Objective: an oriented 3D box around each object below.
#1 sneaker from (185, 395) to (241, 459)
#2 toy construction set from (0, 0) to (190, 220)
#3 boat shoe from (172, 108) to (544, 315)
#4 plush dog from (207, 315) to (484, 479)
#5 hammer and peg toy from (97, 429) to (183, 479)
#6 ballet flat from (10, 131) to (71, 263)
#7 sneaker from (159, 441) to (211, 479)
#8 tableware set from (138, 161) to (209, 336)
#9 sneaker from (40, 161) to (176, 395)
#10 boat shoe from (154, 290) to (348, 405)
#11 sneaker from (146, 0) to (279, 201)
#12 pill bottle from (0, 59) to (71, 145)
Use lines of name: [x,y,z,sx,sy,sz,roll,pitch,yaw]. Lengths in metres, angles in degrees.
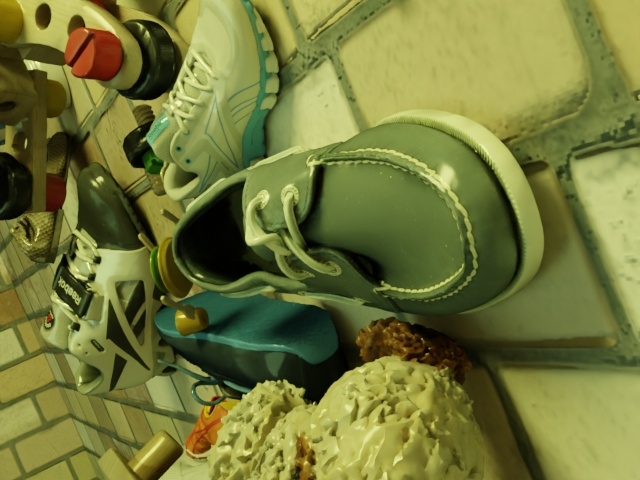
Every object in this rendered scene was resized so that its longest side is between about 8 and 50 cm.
sneaker: [-0.112,0.211,1.022,0.175,0.064,0.067,143,123,-61]
toy construction set: [-0.264,-0.157,0.715,0.257,0.309,0.237,-43,68,57]
boat shoe: [0.000,0.000,0.526,0.319,0.099,0.116,2,114,64]
plush dog: [0.020,0.167,0.507,0.211,0.262,0.225,20,130,5]
hammer and peg toy: [-0.071,0.374,0.955,0.361,0.127,0.266,51,167,-33]
ballet flat: [-0.351,-0.061,1.143,0.250,0.058,0.084,-102,27,-49]
sneaker: [-0.172,0.331,1.164,0.232,0.115,0.090,-10,103,66]
tableware set: [-0.108,0.000,0.731,0.104,0.024,0.154,42,-142,-57]
sneaker: [-0.270,0.066,1.097,0.122,0.146,0.330,42,145,46]
boat shoe: [-0.068,0.099,0.754,0.258,0.109,0.089,14,128,63]
sneaker: [-0.081,-0.092,0.634,0.071,0.083,0.190,52,151,32]
pill bottle: [-0.424,-0.168,1.099,0.124,0.221,0.124,45,148,39]
